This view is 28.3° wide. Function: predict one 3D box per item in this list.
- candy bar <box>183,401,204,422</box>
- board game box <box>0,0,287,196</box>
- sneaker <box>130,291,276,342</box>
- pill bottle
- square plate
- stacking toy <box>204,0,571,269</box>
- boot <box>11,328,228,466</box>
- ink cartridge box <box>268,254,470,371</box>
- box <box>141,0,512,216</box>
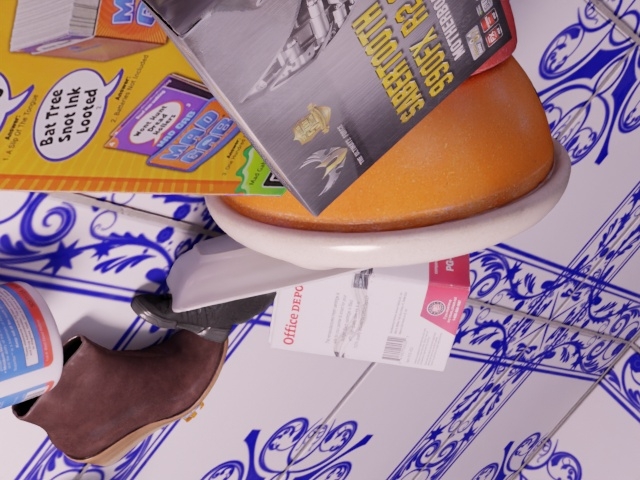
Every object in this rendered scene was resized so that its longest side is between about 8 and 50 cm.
[{"bbox_3d":[-0.209,0.218,1.704,0.040,0.018,0.161,-48,150,7],"label":"candy bar"},{"bbox_3d":[-0.160,-0.274,0.789,0.356,0.356,0.357,-1,130,-51],"label":"board game box"},{"bbox_3d":[-0.141,0.070,1.538,0.170,0.051,0.089,21,108,-37],"label":"sneaker"},{"bbox_3d":[-0.381,0.125,1.264,0.221,0.124,0.124,-17,141,-39],"label":"pill bottle"},{"bbox_3d":[0.000,0.000,1.384,0.347,0.049,0.344,-14,-175,-7],"label":"square plate"},{"bbox_3d":[0.044,-0.242,1.143,0.350,0.350,0.480,-22,118,-33],"label":"stacking toy"},{"bbox_3d":[-0.232,0.160,1.531,0.248,0.090,0.207,-46,147,-8],"label":"boot"},{"bbox_3d":[0.060,0.068,1.639,0.237,0.100,0.172,8,136,-3],"label":"ink cartridge box"},{"bbox_3d":[0.013,-0.135,0.760,0.183,0.056,0.231,-43,150,-3],"label":"box"}]
